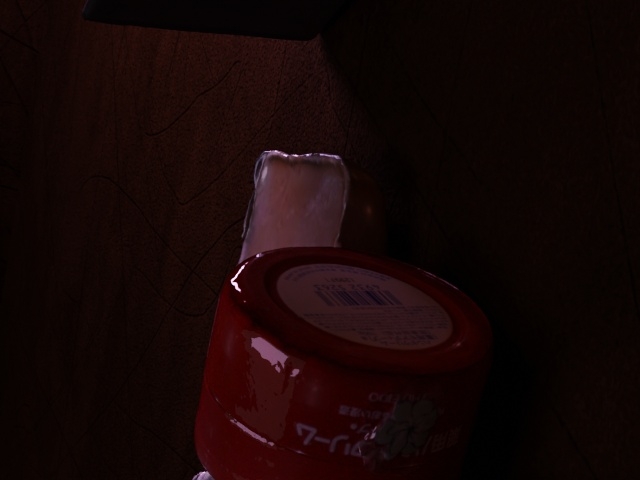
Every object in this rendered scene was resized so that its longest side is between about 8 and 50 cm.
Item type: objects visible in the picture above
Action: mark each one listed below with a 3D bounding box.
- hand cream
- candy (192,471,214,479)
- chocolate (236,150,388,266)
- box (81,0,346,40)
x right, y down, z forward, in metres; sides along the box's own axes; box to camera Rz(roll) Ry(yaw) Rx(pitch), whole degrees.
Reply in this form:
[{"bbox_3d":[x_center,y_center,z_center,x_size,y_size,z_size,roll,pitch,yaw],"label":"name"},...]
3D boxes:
[{"bbox_3d":[0.018,0.110,1.201,0.230,0.230,0.149,-129,46,-58],"label":"hand cream"},{"bbox_3d":[0.003,0.272,1.294,0.289,0.157,0.214,19,129,51],"label":"candy"},{"bbox_3d":[0.000,0.000,1.439,0.261,0.083,0.161,20,95,68],"label":"chocolate"},{"bbox_3d":[-0.068,-0.345,1.389,0.345,0.251,0.204,144,124,-64],"label":"box"}]
